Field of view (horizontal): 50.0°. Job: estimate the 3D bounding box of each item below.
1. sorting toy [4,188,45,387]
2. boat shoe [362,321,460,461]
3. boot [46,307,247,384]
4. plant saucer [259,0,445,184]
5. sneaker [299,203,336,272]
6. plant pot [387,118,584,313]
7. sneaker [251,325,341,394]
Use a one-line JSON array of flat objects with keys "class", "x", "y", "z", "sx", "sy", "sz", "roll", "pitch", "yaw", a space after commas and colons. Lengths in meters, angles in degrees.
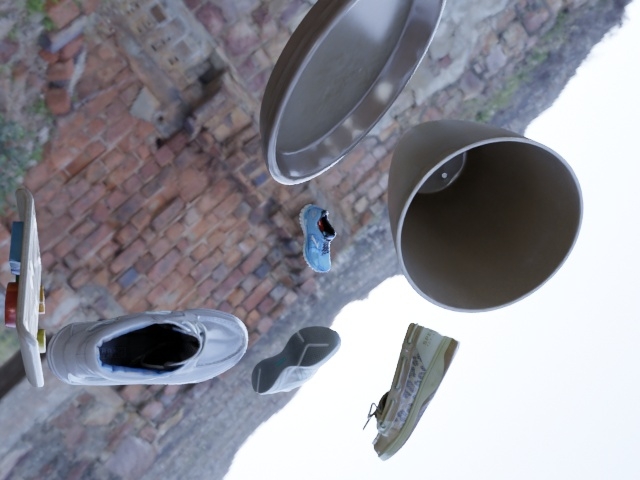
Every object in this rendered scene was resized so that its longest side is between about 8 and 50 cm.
[{"class": "sorting toy", "x": -0.435, "y": 0.095, "z": 1.016, "sx": 0.307, "sy": 0.041, "sz": 0.229, "roll": 122, "pitch": -39, "yaw": -56}, {"class": "boat shoe", "x": 0.140, "y": 0.254, "z": 1.151, "sx": 0.104, "sy": 0.089, "sz": 0.285, "roll": -43, "pitch": 159, "yaw": -57}, {"class": "boot", "x": -0.163, "y": 0.125, "z": 0.779, "sx": 0.258, "sy": 0.095, "sz": 0.123, "roll": -1, "pitch": 176, "yaw": -43}, {"class": "plant saucer", "x": 0.031, "y": -0.179, "z": 0.719, "sx": 0.278, "sy": 0.041, "sz": 0.278, "roll": -45, "pitch": 164, "yaw": -17}, {"class": "sneaker", "x": 0.000, "y": 0.000, "z": 1.543, "sx": 0.073, "sy": 0.162, "sz": 0.063, "roll": 6, "pitch": -153, "yaw": 38}, {"class": "plant pot", "x": 0.203, "y": -0.074, "z": 1.015, "sx": 0.256, "sy": 0.256, "sz": 0.274, "roll": -35, "pitch": -153, "yaw": 9}, {"class": "sneaker", "x": -0.024, "y": 0.158, "z": 0.906, "sx": 0.152, "sy": 0.061, "sz": 0.054, "roll": -36, "pitch": -125, "yaw": 31}]
